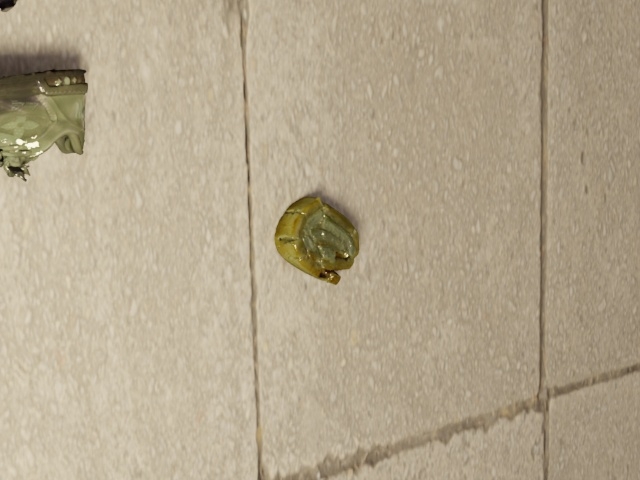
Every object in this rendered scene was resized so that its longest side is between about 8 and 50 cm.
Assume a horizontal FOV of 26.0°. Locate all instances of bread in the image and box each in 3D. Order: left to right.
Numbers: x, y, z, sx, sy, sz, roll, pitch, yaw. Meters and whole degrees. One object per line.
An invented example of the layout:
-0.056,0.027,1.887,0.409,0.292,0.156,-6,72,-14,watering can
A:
0.000,0.000,2.269,0.156,0.064,0.117,31,82,-36,bread

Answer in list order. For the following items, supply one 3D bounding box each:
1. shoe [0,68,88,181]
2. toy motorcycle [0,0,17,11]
-0.435,-0.147,1.872,0.293,0.109,0.149,-16,103,-39,shoe
-0.481,-0.319,1.779,0.134,0.207,0.401,55,48,-17,toy motorcycle
